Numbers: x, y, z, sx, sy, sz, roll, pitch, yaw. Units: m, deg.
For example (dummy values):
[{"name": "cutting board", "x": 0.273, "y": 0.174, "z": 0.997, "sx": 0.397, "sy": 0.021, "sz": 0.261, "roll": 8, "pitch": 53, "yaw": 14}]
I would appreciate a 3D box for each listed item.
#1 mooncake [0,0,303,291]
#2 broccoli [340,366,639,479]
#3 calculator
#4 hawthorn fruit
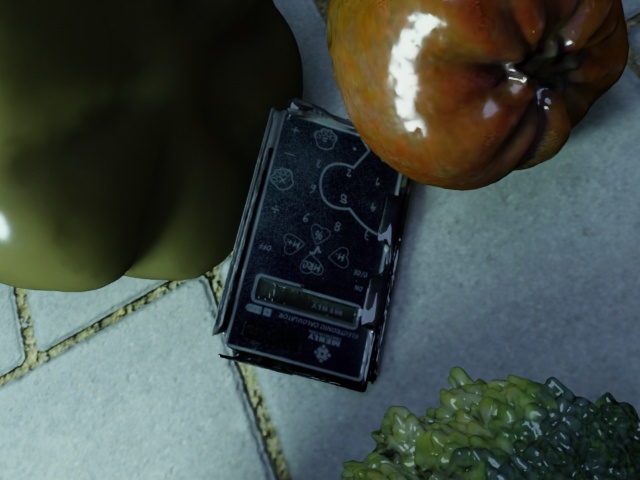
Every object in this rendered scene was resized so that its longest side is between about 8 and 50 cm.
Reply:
[{"name": "mooncake", "x": -0.223, "y": -0.170, "z": 0.723, "sx": 0.262, "sy": 0.467, "sz": 0.467, "roll": 14, "pitch": 73, "yaw": 28}, {"name": "broccoli", "x": 0.120, "y": 0.218, "z": 0.566, "sx": 0.243, "sy": 0.263, "sz": 0.247, "roll": 3, "pitch": 99, "yaw": 54}, {"name": "calculator", "x": 0.000, "y": 0.000, "z": 0.748, "sx": 0.165, "sy": 0.028, "sz": 0.274, "roll": 16, "pitch": 72, "yaw": -13}, {"name": "hawthorn fruit", "x": 0.124, "y": -0.202, "z": 0.714, "sx": 0.277, "sy": 0.277, "sz": 0.298, "roll": -46, "pitch": 49, "yaw": -2}]
